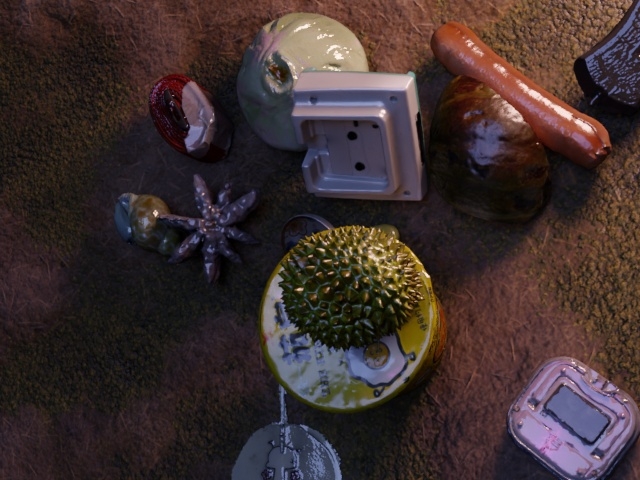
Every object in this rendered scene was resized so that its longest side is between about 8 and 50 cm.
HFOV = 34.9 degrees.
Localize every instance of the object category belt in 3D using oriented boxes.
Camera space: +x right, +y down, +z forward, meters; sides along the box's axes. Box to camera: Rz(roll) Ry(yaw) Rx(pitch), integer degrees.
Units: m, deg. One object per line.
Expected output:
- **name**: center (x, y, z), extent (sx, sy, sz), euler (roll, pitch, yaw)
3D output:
- **belt**: center (-0.279, -0.259, 2.151), extent (0.128, 0.124, 0.201), euler (-39, 67, 12)

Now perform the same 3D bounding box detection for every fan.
- **fan**: center (-0.074, 0.386, 1.989), extent (0.232, 0.012, 0.415), euler (-8, 76, 17)

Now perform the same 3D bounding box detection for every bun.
- **bun**: center (-0.054, -0.331, 2.043), extent (0.293, 0.187, 0.293), euler (-6, 75, 23)

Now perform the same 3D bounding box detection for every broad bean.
- **broad bean**: center (0.114, -0.002, 1.985), extent (0.083, 0.045, 0.063), euler (-9, 64, 12)

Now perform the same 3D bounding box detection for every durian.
- **durian**: center (0.046, 0.077, 1.653), extent (0.236, 0.176, 0.200), euler (-9, 96, 8)

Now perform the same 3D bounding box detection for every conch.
- **conch**: center (-0.365, -0.039, 2.153), extent (0.173, 0.106, 0.116), euler (19, 94, 39)

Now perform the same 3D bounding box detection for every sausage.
- **sausage**: center (0.372, -0.274, 1.914), extent (0.419, 0.094, 0.094), euler (41, 125, 23)

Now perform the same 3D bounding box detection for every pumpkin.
- **pumpkin**: center (0.280, -0.174, 1.873), extent (0.169, 0.148, 0.312), euler (-32, 64, -18)

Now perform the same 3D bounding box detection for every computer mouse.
- **computer mouse**: center (0.578, -0.342, 1.848), extent (0.264, 0.088, 0.147), euler (-45, 84, 8)

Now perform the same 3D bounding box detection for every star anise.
- **star anise**: center (-0.219, -0.030, 2.087), extent (0.236, 0.093, 0.229), euler (-26, 83, 7)

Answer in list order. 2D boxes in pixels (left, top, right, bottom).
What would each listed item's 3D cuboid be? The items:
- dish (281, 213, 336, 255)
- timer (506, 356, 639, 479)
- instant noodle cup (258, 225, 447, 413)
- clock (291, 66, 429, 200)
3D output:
- **dish**: center (0.000, 0.000, 2.019), extent (0.141, 0.078, 0.141), euler (17, 123, 28)
- **timer**: center (0.439, 0.316, 1.774), extent (0.208, 0.069, 0.191), euler (35, 90, 25)
- **instant noodle cup**: center (0.083, 0.157, 1.846), extent (0.325, 0.254, 0.326), euler (-5, 76, 20)
- **clock**: center (0.073, -0.185, 1.918), extent (0.231, 0.262, 0.116), euler (6, 43, 22)
